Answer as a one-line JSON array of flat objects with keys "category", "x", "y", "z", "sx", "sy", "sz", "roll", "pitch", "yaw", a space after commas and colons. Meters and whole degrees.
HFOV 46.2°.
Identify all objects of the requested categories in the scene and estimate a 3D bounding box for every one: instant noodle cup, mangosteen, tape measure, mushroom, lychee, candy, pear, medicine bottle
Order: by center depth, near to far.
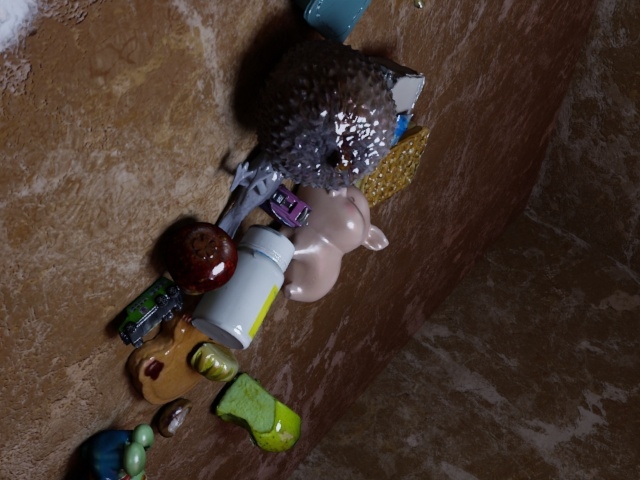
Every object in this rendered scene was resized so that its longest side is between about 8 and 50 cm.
[{"category": "instant noodle cup", "x": 0.024, "y": -0.477, "z": 1.451, "sx": 0.157, "sy": 0.070, "sz": 0.179, "roll": -57, "pitch": 158, "yaw": 8}, {"category": "lychee", "x": 0.004, "y": -0.244, "z": 1.473, "sx": 0.300, "sy": 0.300, "sz": 0.300, "roll": -43, "pitch": 155, "yaw": -26}, {"category": "mangosteen", "x": -0.242, "y": 0.050, "z": 1.557, "sx": 0.156, "sy": 0.145, "sz": 0.181, "roll": -47, "pitch": 154, "yaw": -31}, {"category": "medicine bottle", "x": -0.166, "y": 0.100, "z": 1.664, "sx": 0.143, "sy": 0.143, "sz": 0.258, "roll": 78, "pitch": 35, "yaw": -61}, {"category": "tape measure", "x": -0.080, "y": -0.078, "z": 1.726, "sx": 0.074, "sy": 0.125, "sz": 0.118, "roll": -53, "pitch": -170, "yaw": -9}, {"category": "candy", "x": 0.180, "y": -0.256, "z": 1.752, "sx": 0.088, "sy": 0.038, "sz": 0.136, "roll": -63, "pitch": 165, "yaw": 20}, {"category": "candy", "x": 0.134, "y": -0.336, "z": 1.780, "sx": 0.184, "sy": 0.137, "sz": 0.195, "roll": -21, "pitch": 140, "yaw": -53}, {"category": "mushroom", "x": -0.386, "y": 0.463, "z": 1.977, "sx": 0.123, "sy": 0.052, "sz": 0.123, "roll": -49, "pitch": 164, "yaw": -19}, {"category": "pear", "x": -0.170, "y": 0.535, "z": 2.252, "sx": 0.164, "sy": 0.255, "sz": 0.238, "roll": -52, "pitch": 162, "yaw": -11}]

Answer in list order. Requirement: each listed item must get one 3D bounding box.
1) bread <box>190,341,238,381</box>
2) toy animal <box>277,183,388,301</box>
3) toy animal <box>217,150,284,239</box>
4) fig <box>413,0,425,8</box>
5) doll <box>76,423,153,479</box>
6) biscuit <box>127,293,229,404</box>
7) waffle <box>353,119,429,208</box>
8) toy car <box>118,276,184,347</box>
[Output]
[{"category": "bread", "x": -0.246, "y": 0.302, "z": 1.815, "sx": 0.083, "sy": 0.094, "sz": 0.157, "roll": -58, "pitch": 167, "yaw": -1}, {"category": "toy animal", "x": 0.000, "y": 0.000, "z": 1.875, "sx": 0.269, "sy": 0.237, "sz": 0.327, "roll": -23, "pitch": 140, "yaw": -44}, {"category": "toy animal", "x": -0.137, "y": -0.120, "z": 1.598, "sx": 0.367, "sy": 0.081, "sz": 0.206, "roll": -55, "pitch": 176, "yaw": -4}, {"category": "fig", "x": 0.241, "y": -0.627, "z": 1.577, "sx": 0.249, "sy": 0.186, "sz": 0.204, "roll": -30, "pitch": -173, "yaw": 31}, {"category": "doll", "x": -0.490, "y": 0.580, "z": 1.773, "sx": 0.198, "sy": 0.186, "sz": 0.322, "roll": -84, "pitch": -178, "yaw": -72}, {"category": "biscuit", "x": -0.275, "y": 0.209, "z": 1.833, "sx": 0.455, "sy": 0.078, "sz": 0.350, "roll": -53, "pitch": 161, "yaw": -4}, {"category": "waffle", "x": 0.173, "y": -0.206, "z": 2.099, "sx": 0.308, "sy": 0.091, "sz": 0.213, "roll": -32, "pitch": 148, "yaw": -44}, {"category": "toy car", "x": -0.359, "y": 0.150, "z": 1.575, "sx": 0.165, "sy": 0.062, "sz": 0.071, "roll": -44, "pitch": 155, "yaw": -25}]
